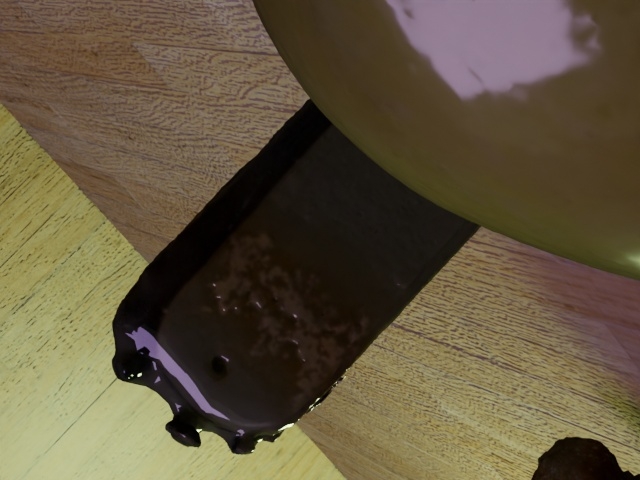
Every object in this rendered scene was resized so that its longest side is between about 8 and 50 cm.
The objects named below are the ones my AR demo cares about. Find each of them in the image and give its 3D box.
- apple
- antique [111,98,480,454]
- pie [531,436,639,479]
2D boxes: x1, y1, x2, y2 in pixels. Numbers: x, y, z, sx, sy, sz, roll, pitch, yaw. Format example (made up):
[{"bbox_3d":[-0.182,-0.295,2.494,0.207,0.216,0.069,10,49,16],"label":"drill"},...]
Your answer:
[{"bbox_3d":[0.102,-0.114,0.410,0.262,0.262,0.262,40,166,12],"label":"apple"},{"bbox_3d":[0.000,0.000,0.918,0.125,0.284,0.150,44,167,-1],"label":"antique"},{"bbox_3d":[0.357,0.324,1.123,0.418,0.180,0.395,9,143,54],"label":"pie"}]
